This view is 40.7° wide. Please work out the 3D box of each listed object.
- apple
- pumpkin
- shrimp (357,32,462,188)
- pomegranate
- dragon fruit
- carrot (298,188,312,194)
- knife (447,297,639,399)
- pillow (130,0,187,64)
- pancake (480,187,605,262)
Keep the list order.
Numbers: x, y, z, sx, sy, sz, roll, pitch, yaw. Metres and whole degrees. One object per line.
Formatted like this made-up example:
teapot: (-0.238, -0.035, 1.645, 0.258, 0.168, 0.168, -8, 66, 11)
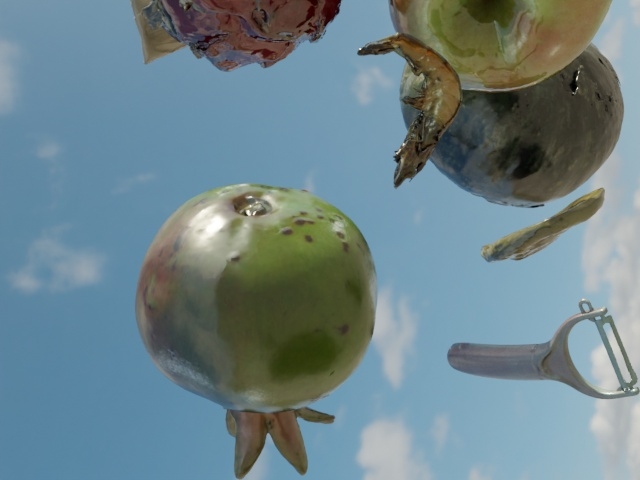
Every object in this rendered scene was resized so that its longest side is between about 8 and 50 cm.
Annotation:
apple: (0.256, -0.378, 1.218, 0.277, 0.319, 0.319, -66, -30, -52)
pumpkin: (0.376, -0.275, 1.699, 0.454, 0.454, 0.344, -38, -15, -51)
shrimp: (0.092, -0.165, 1.024, 0.148, 0.035, 0.195, 41, -120, -21)
pomegranate: (-0.044, 0.070, 0.645, 0.181, 0.182, 0.224, -35, -48, -53)
dragon fruit: (-0.096, -0.397, 1.183, 0.329, 0.329, 0.329, -23, -64, -57)
carrot: (0.000, 0.000, 1.436, 0.072, 0.205, 0.072, -23, -36, -17)
knife: (0.242, 0.137, 1.051, 0.053, 0.278, 0.123, -24, -83, -35)
pillow: (-0.304, -0.523, 1.937, 0.270, 0.067, 0.173, -27, -68, -22)
pancake: (0.377, -0.018, 1.430, 0.242, 0.242, 0.050, -22, -96, -57)
